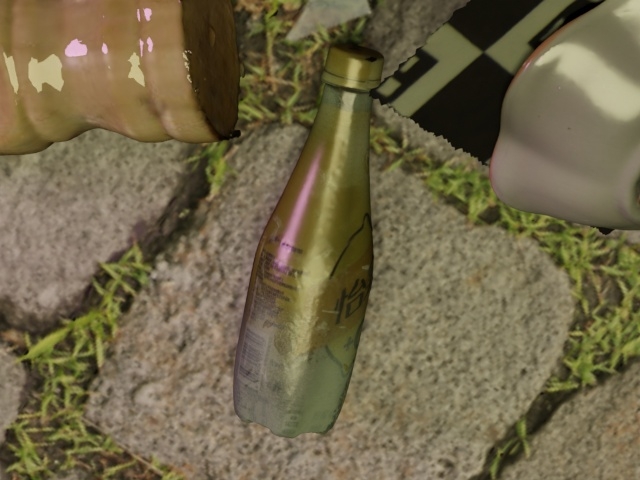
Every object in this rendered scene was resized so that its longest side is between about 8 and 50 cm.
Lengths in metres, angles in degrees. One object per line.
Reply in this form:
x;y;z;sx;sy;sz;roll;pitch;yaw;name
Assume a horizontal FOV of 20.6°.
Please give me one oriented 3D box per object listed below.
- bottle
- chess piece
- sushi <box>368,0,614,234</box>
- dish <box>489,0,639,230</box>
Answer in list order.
0.000;0.000;1.191;0.083;0.083;0.269;11;106;-4;bottle
-0.205;-0.113;1.138;0.301;0.137;0.137;-7;111;14;chess piece
0.222;-0.197;1.094;0.373;0.100;0.296;-43;143;17;sushi
0.219;-0.068;1.091;0.229;0.081;0.229;-19;144;-14;dish
